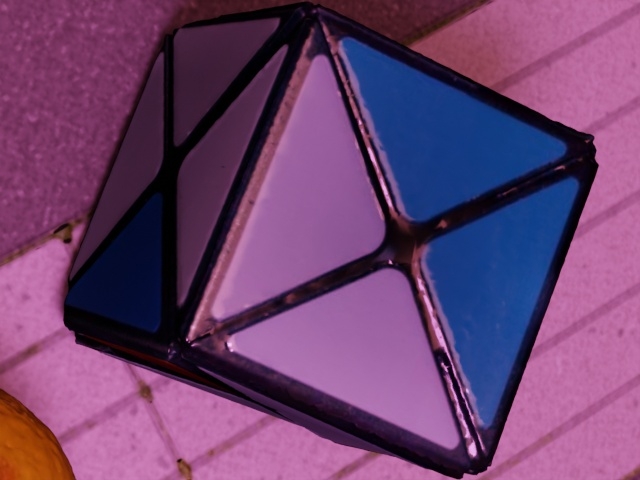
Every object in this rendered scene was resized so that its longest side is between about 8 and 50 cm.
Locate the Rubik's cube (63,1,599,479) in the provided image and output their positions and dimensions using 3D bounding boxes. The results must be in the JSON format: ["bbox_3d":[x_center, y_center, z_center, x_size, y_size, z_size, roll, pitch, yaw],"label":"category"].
[{"bbox_3d":[0.000,0.000,1.355,0.248,0.250,0.246,23,82,-25],"label":"Rubik's cube"}]

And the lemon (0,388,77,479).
[{"bbox_3d":[-0.265,0.187,1.251,0.253,0.228,0.228,3,90,-9],"label":"lemon"}]
